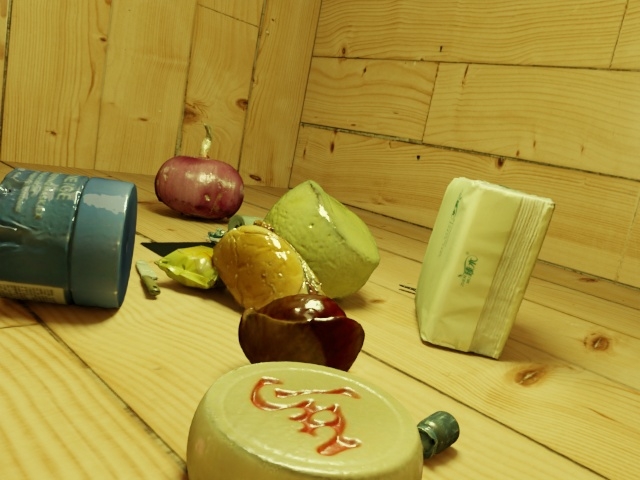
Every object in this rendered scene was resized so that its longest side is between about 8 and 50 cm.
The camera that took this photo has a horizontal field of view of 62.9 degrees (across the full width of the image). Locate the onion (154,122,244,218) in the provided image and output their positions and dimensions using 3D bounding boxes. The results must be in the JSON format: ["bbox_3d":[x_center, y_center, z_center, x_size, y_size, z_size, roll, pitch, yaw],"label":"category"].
[{"bbox_3d":[-0.470,-0.230,2.105,0.357,0.345,0.358,22,-23,10],"label":"onion"}]

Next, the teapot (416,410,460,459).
[{"bbox_3d":[0.154,0.270,0.740,0.063,0.049,0.083,20,14,39],"label":"teapot"}]

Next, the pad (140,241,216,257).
[{"bbox_3d":[-0.392,0.028,1.591,0.267,0.004,0.181,0,15,-45],"label":"pad"}]

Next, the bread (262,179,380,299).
[{"bbox_3d":[-0.008,0.008,1.366,0.320,0.237,0.321,38,24,-20],"label":"bread"}]

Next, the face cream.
[{"bbox_3d":[-0.477,-0.002,0.989,0.224,0.249,0.249,5,11,-15],"label":"face cream"}]

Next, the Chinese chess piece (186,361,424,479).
[{"bbox_3d":[-0.016,0.236,0.601,0.272,0.102,0.273,11,11,-2],"label":"Chinese chess piece"}]

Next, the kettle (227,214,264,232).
[{"bbox_3d":[-0.250,-0.030,1.863,0.147,0.127,0.098,3,45,-49],"label":"kettle"}]

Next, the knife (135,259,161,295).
[{"bbox_3d":[-0.406,0.084,1.241,0.047,0.017,0.297,8,7,-28],"label":"knife"}]

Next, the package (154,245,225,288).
[{"bbox_3d":[-0.277,0.065,1.269,0.168,0.090,0.226,15,9,13],"label":"package"}]

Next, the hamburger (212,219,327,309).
[{"bbox_3d":[-0.111,0.075,1.169,0.282,0.246,0.155,0,1,34],"label":"hamburger"}]

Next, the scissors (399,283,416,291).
[{"bbox_3d":[0.380,0.178,1.548,0.317,0.024,0.160,16,13,25],"label":"scissors"}]

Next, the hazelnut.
[{"bbox_3d":[-0.036,0.153,0.829,0.201,0.161,0.170,28,-16,34],"label":"hazelnut"}]

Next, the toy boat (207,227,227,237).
[{"bbox_3d":[-0.358,-0.028,1.838,0.038,0.038,0.083,19,14,36],"label":"toy boat"}]

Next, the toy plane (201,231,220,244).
[{"bbox_3d":[-0.353,-0.003,1.721,0.077,0.024,0.084,5,18,-39],"label":"toy plane"}]

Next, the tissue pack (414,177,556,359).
[{"bbox_3d":[0.371,0.048,1.255,0.207,0.381,0.297,16,9,2],"label":"tissue pack"}]
